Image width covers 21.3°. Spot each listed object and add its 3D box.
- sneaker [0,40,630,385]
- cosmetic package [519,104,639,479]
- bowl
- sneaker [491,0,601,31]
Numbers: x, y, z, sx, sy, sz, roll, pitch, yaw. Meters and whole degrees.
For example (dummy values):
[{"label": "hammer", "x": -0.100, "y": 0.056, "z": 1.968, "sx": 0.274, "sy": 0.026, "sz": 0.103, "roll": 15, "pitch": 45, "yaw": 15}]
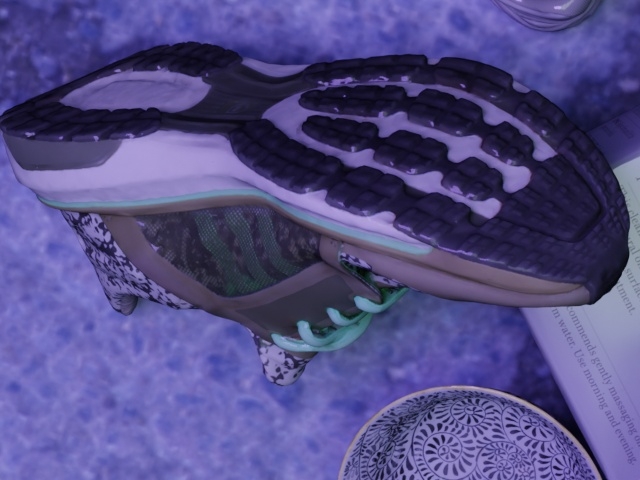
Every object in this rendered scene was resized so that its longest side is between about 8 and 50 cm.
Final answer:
[{"label": "sneaker", "x": 0.000, "y": 0.000, "z": 0.962, "sx": 0.410, "sy": 0.158, "sz": 0.182, "roll": 14, "pitch": 130, "yaw": 40}, {"label": "cosmetic package", "x": 0.304, "y": -0.014, "z": 0.989, "sx": 0.385, "sy": 0.156, "sz": 0.217, "roll": -26, "pitch": 98, "yaw": 6}, {"label": "bowl", "x": 0.101, "y": 0.155, "z": 1.058, "sx": 0.170, "sy": 0.080, "sz": 0.170, "roll": 5, "pitch": 109, "yaw": 15}, {"label": "sneaker", "x": 0.075, "y": -0.207, "z": 0.984, "sx": 0.232, "sy": 0.115, "sz": 0.090, "roll": 34, "pitch": 100, "yaw": -3}]
